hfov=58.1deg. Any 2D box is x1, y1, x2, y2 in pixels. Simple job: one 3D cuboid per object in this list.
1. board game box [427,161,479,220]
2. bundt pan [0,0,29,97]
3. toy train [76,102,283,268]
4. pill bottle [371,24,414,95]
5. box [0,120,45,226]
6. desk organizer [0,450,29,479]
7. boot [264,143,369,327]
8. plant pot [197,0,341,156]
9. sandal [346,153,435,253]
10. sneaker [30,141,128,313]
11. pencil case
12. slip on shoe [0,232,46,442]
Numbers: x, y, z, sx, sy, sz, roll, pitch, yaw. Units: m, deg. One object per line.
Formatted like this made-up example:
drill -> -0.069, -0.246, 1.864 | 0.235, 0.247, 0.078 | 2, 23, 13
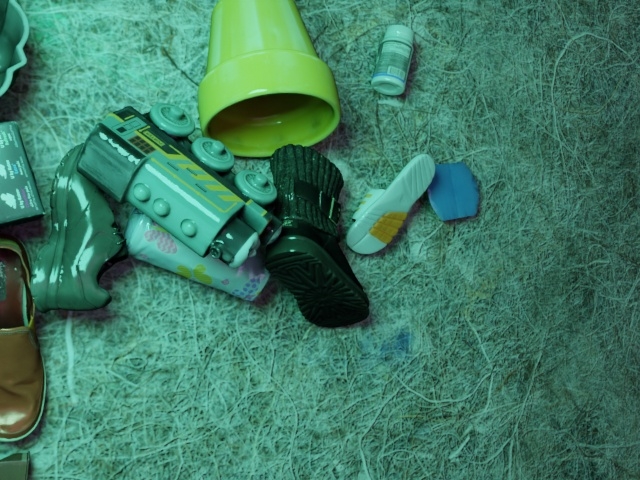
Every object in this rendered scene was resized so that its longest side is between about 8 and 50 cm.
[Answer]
board game box -> 0.308, -0.117, 1.380 | 0.169, 0.033, 0.133 | -10, 88, -34
bundt pan -> -0.594, -0.281, 0.813 | 0.331, 0.124, 0.330 | 10, 68, -25
toy train -> -0.218, -0.087, 0.922 | 0.334, 0.142, 0.190 | 39, 32, -2
pill bottle -> 0.164, -0.401, 1.283 | 0.078, 0.078, 0.137 | 19, 79, -27
box -> -0.561, -0.067, 0.826 | 0.270, 0.165, 0.143 | -18, 98, -28
desk organizer -> -0.496, 0.408, 0.915 | 0.050, 0.047, 0.130 | 6, 85, -26
boot -> 0.004, -0.001, 1.151 | 0.348, 0.131, 0.260 | 58, 25, -50
plant pot -> -0.105, -0.311, 1.053 | 0.254, 0.254, 0.238 | -3, 74, -29
sandal -> 0.147, -0.083, 1.262 | 0.265, 0.076, 0.102 | -49, 125, -7
sneaker -> -0.373, -0.020, 0.935 | 0.130, 0.109, 0.286 | 7, 77, -11
pencil case -> -0.218, 0.012, 1.043 | 0.273, 0.113, 0.124 | 27, 50, -25
slip on shoe -> -0.494, 0.152, 0.894 | 0.123, 0.101, 0.331 | -3, 91, -30
